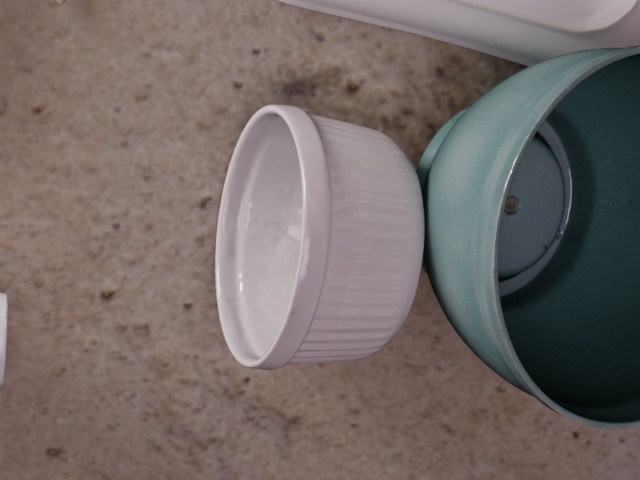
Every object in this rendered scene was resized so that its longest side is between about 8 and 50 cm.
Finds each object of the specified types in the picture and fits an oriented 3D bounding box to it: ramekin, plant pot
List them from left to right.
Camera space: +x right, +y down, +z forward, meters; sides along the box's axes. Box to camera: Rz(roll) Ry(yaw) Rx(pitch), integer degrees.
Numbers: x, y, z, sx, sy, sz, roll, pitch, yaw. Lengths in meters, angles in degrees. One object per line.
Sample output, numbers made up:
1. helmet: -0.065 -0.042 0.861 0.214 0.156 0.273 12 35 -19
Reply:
1. ramekin: 0.000 0.000 1.516 0.109 0.207 0.207 5 104 -22
2. plant pot: 0.193 -0.016 1.522 0.293 0.196 0.293 -7 103 -32

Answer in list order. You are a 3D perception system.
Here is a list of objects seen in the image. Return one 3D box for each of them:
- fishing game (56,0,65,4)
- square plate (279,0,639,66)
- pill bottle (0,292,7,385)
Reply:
1. fishing game: -0.341 -0.216 1.477 0.264 0.041 0.189 -25 108 -11
2. square plate: 0.161 -0.314 1.536 0.347 0.049 0.344 14 102 -13
3. pill bottle: -0.342 0.074 1.521 0.184 0.103 0.103 3 104 -11
